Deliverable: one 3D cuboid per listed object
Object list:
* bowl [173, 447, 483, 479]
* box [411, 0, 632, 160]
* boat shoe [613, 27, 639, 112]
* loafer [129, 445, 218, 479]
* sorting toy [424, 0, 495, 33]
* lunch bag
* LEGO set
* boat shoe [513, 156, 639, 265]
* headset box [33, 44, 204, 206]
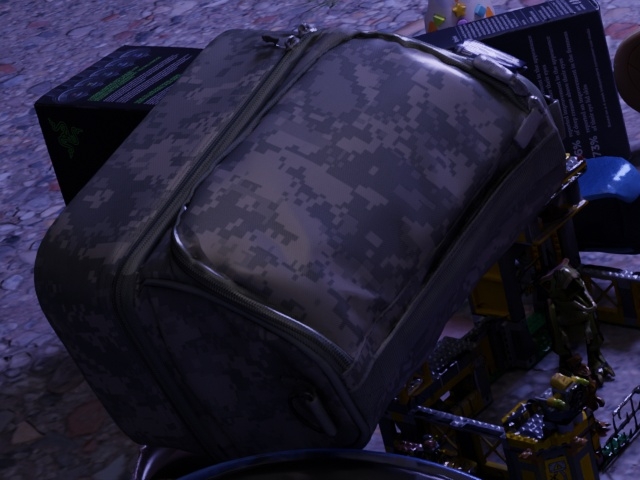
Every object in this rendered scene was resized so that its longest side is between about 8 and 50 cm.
[{"bbox_3d":[0.007,0.271,1.104,0.391,0.077,0.391,1,40,0],"label":"bowl"},{"bbox_3d":[0.176,-0.133,1.874,0.207,0.153,0.108,-13,15,3],"label":"box"},{"bbox_3d":[0.447,-0.188,1.907,0.342,0.123,0.123,-11,18,1],"label":"boat shoe"},{"bbox_3d":[-0.075,0.207,1.363,0.134,0.130,0.366,-15,26,0],"label":"loafer"},{"bbox_3d":[0.157,-0.270,2.267,0.083,0.075,0.045,-14,25,3],"label":"sorting toy"},{"bbox_3d":[0.000,0.000,1.340,0.256,0.212,0.305,8,47,39],"label":"lunch bag"},{"bbox_3d":[0.166,0.039,1.498,0.331,0.192,0.255,-32,30,-31],"label":"LEGO set"},{"bbox_3d":[0.178,-0.010,1.712,0.109,0.089,0.258,-43,25,-26],"label":"boat shoe"},{"bbox_3d":[-0.094,-0.035,1.729,0.283,0.246,0.131,8,33,38],"label":"headset box"}]
